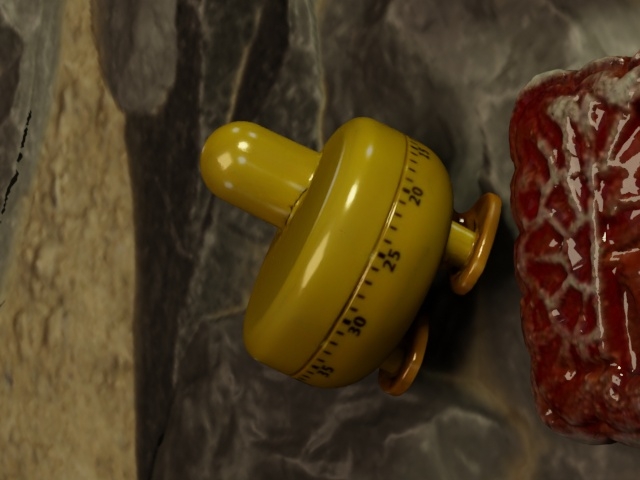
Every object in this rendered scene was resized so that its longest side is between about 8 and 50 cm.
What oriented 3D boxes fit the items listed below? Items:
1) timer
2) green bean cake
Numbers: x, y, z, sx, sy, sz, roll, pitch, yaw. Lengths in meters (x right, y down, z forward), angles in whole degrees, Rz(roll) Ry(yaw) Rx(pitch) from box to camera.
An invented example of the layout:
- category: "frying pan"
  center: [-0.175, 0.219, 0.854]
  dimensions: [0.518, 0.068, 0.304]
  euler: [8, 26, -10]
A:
- category: "timer"
  center: [0.000, 0.000, 0.611]
  dimensions: [0.107, 0.109, 0.107]
  euler: [-62, 10, 18]
- category: "green bean cake"
  center: [0.127, 0.001, 0.524]
  dimensions: [0.135, 0.056, 0.135]
  euler: [-7, 84, 44]
